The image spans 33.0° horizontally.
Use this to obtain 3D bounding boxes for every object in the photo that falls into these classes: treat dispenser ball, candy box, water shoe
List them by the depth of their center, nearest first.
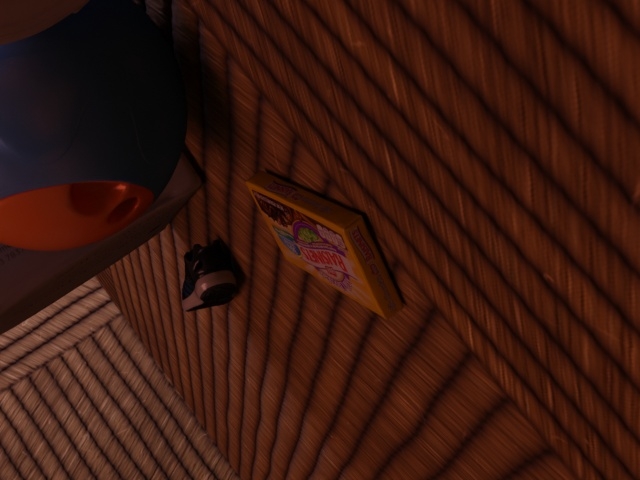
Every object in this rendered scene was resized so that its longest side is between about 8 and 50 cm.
[{"bbox_3d":[0.000,0.000,1.036,0.206,0.027,0.105,28,151,58],"label":"candy box"},{"bbox_3d":[-0.281,-0.132,1.112,0.288,0.288,0.288,49,162,22],"label":"treat dispenser ball"},{"bbox_3d":[-0.158,0.049,1.527,0.203,0.073,0.080,142,115,-69],"label":"water shoe"}]

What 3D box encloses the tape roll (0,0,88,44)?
[{"bbox_3d":[-0.299,-0.309,0.910,0.169,0.246,0.246,47,161,29],"label":"tape roll"}]

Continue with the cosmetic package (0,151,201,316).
[{"bbox_3d":[-0.403,-0.093,1.453,0.327,0.329,0.394,56,164,-2],"label":"cosmetic package"}]
